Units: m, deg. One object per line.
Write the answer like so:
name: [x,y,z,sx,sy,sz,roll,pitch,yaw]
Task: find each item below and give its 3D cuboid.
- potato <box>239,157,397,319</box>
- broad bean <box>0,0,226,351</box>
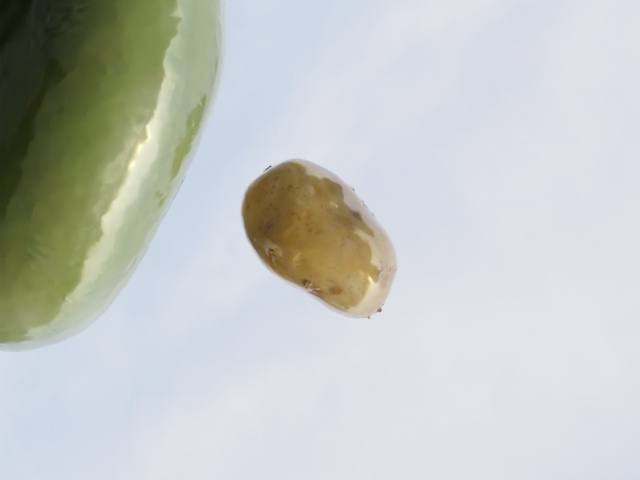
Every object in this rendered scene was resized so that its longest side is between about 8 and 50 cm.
potato: [0.000,0.000,1.474,0.178,0.109,0.118,44,-58,12]
broad bean: [-0.097,-0.075,0.554,0.169,0.100,0.228,-21,-125,43]
